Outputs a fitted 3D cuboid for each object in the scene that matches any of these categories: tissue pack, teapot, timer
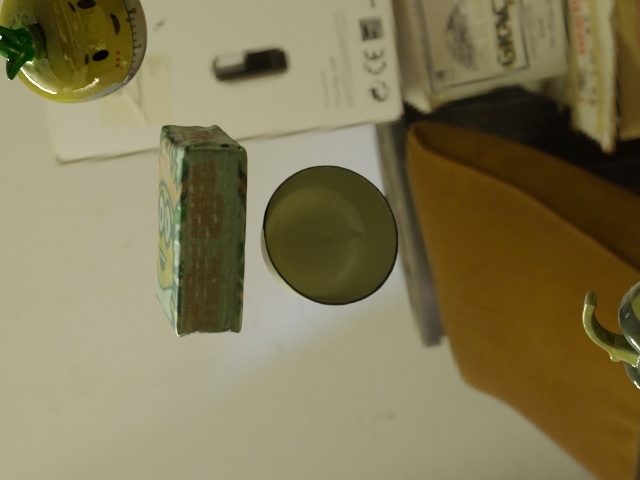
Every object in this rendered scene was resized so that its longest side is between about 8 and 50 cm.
[{"bbox_3d":[-0.196,-0.022,2.040,0.228,0.128,0.311,-139,50,-69],"label":"tissue pack"},{"bbox_3d":[0.356,0.095,1.302,0.130,0.165,0.119,-68,-17,-48],"label":"teapot"},{"bbox_3d":[-0.470,-0.358,2.196,0.285,0.285,0.285,-11,-90,-90],"label":"timer"}]

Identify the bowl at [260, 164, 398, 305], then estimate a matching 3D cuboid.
[{"bbox_3d":[0.000,0.000,2.085,0.126,0.237,0.238,154,106,-67],"label":"bowl"}]
